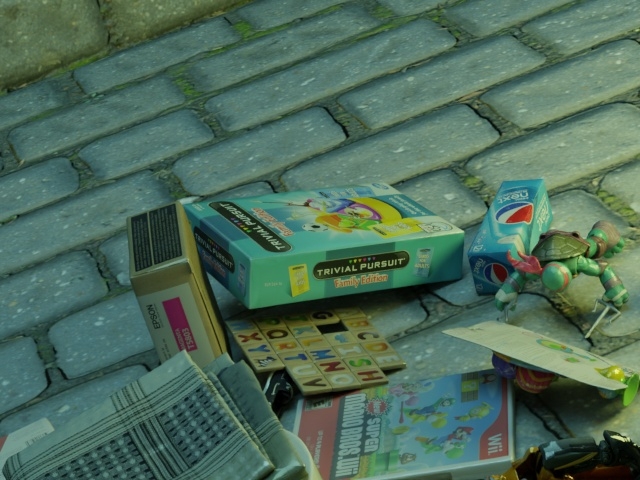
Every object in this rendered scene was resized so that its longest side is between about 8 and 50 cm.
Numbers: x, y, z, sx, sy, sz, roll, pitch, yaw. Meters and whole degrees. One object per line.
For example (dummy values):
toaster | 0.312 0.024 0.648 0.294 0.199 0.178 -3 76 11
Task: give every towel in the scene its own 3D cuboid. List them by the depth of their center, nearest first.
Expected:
towel | -0.201 0.257 1.901 0.324 0.056 0.312 -28 28 -9

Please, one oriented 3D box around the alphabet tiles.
alphabet tiles | -0.004 0.148 2.223 0.198 0.009 0.237 -6 23 -18

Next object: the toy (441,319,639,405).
toy | 0.279 0.159 2.030 0.237 0.056 0.137 15 11 32

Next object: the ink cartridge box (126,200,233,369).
ink cartridge box | -0.191 0.093 2.247 0.088 0.234 0.193 -17 26 0

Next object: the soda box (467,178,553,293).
soda box | 0.274 -0.008 2.355 0.067 0.071 0.210 -4 29 24

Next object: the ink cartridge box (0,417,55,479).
ink cartridge box | -0.369 0.316 2.108 0.115 0.067 0.198 -25 27 -15

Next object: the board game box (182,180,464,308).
board game box | 0.000 0.000 2.376 0.336 0.079 0.254 -7 21 -26

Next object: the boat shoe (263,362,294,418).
boat shoe | -0.057 0.207 2.164 0.038 0.046 0.125 4 33 30

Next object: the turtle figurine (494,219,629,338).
turtle figurine | 0.328 0.041 2.192 0.175 0.118 0.234 8 23 18

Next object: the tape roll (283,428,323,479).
tape roll | -0.122 0.335 1.869 0.286 0.100 0.286 -19 28 11

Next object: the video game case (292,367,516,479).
video game case | 0.100 0.241 2.035 0.285 0.025 0.204 -10 27 12

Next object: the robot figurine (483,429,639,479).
robot figurine | 0.277 0.270 1.587 0.291 0.211 0.085 13 46 -31
